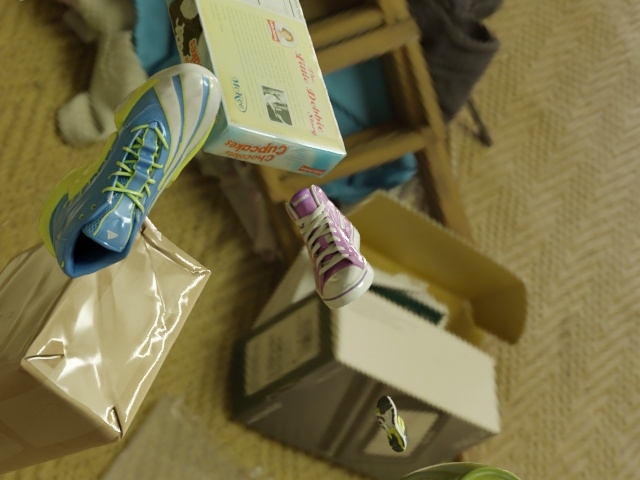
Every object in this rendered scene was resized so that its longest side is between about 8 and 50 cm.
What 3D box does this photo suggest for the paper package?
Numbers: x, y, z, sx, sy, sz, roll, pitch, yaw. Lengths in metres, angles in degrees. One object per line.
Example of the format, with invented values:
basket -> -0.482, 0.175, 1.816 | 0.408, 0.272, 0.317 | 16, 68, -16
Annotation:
paper package -> -0.353, 0.133, 1.657 | 0.168, 0.324, 0.309 | 44, 49, -23

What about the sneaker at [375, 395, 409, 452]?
sneaker -> 0.104, 0.263, 1.768 | 0.035, 0.031, 0.083 | -4, 75, -68

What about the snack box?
snack box -> -0.091, -0.238, 1.552 | 0.187, 0.060, 0.322 | 10, 52, -39

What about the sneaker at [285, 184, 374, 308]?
sneaker -> -0.001, 0.000, 2.092 | 0.161, 0.102, 0.282 | 53, 8, -25

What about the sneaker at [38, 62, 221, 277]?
sneaker -> -0.172, -0.053, 1.166 | 0.091, 0.240, 0.126 | 31, 22, -33

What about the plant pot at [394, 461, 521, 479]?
plant pot -> 0.217, 0.447, 1.868 | 0.274, 0.293, 0.275 | 4, 64, -9
